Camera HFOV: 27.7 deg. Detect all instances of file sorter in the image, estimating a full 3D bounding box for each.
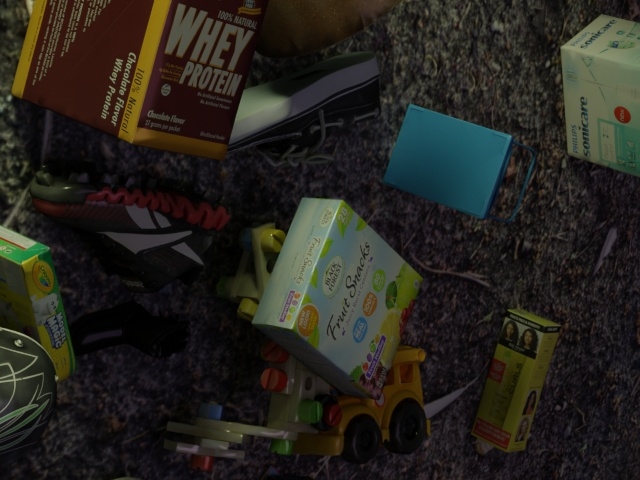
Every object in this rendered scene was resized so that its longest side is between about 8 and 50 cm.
[{"bbox_3d":[0.198,-0.104,1.821,0.104,0.170,0.118,12,99,-55],"label":"file sorter"}]

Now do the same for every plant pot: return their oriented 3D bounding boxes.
[{"bbox_3d":[-0.032,-0.354,1.411,0.215,0.215,0.230,-47,124,-25],"label":"plant pot"}]

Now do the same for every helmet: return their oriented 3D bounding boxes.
[{"bbox_3d":[-0.352,0.157,1.291,0.169,0.161,0.169,-26,127,-41],"label":"helmet"}]

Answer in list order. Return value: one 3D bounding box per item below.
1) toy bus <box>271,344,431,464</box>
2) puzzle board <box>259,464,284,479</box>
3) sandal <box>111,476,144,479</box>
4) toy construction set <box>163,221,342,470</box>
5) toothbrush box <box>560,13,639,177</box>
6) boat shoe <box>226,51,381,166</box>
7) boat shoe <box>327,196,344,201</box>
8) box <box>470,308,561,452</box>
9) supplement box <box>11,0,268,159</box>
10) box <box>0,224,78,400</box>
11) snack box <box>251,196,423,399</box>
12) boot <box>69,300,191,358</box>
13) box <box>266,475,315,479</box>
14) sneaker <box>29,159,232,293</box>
[{"bbox_3d":[0.047,0.195,1.824,0.220,0.149,0.211,-4,98,-47],"label":"toy bus"},{"bbox_3d":[-0.069,0.389,1.875,0.096,0.011,0.128,-56,141,-15],"label":"puzzle board"},{"bbox_3d":[-0.251,0.494,1.631,0.169,0.102,0.416,-7,113,-49],"label":"sandal"},{"bbox_3d":[-0.065,0.147,1.642,0.215,0.151,0.328,17,94,-53],"label":"toy construction set"},{"bbox_3d":[0.544,-0.215,2.081,0.126,0.295,0.216,-38,135,-31],"label":"toothbrush box"},{"bbox_3d":[-0.032,-0.142,1.570,0.306,0.113,0.105,-32,117,-49],"label":"boat shoe"},{"bbox_3d":[0.000,0.000,1.741,0.046,0.038,0.125,14,94,-20],"label":"boat shoe"},{"bbox_3d":[0.334,0.239,2.227,0.058,0.087,0.232,2,107,-49],"label":"box"},{"bbox_3d":[-0.179,-0.202,1.294,0.129,0.194,0.191,7,102,-51],"label":"supplement box"},{"bbox_3d":[-0.309,0.076,1.349,0.043,0.105,0.179,-33,132,-39],"label":"box"},{"bbox_3d":[0.025,0.073,1.580,0.207,0.070,0.174,41,62,-44],"label":"snack box"},{"bbox_3d":[-0.216,0.111,1.483,0.121,0.099,0.045,-24,124,-42],"label":"boot"},{"bbox_3d":[-0.060,0.404,1.860,0.094,0.027,0.137,15,97,-51],"label":"box"},{"bbox_3d":[-0.212,-0.010,1.429,0.276,0.097,0.135,13,96,-54],"label":"sneaker"}]
